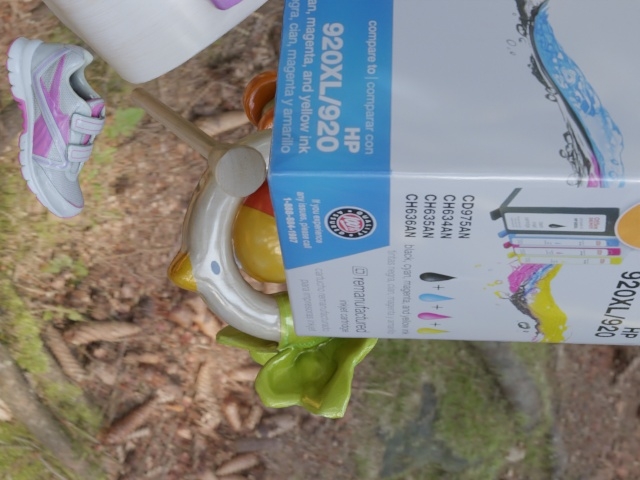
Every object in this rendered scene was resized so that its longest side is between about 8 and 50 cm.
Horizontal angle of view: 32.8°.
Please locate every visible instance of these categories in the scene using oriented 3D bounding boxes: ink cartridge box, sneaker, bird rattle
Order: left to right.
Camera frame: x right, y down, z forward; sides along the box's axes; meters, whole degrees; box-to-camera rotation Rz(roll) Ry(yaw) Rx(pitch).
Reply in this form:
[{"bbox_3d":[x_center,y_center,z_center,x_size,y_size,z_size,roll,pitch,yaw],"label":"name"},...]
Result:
[{"bbox_3d":[-0.347,-0.154,1.479,0.111,0.103,0.252,-4,106,7],"label":"sneaker"},{"bbox_3d":[0.000,0.000,0.832,0.206,0.143,0.254,30,94,-28],"label":"bird rattle"},{"bbox_3d":[0.101,-0.055,0.541,0.232,0.171,0.168,1,61,4],"label":"ink cartridge box"}]

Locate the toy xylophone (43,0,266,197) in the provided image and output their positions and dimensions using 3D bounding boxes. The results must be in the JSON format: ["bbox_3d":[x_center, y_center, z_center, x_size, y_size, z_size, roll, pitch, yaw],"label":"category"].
[{"bbox_3d":[-0.117,-0.154,0.593,0.081,0.322,0.236,-42,128,-3],"label":"toy xylophone"}]

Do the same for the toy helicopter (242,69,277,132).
[{"bbox_3d":[0.084,-0.168,1.461,0.355,0.140,0.235,-31,123,4],"label":"toy helicopter"}]
